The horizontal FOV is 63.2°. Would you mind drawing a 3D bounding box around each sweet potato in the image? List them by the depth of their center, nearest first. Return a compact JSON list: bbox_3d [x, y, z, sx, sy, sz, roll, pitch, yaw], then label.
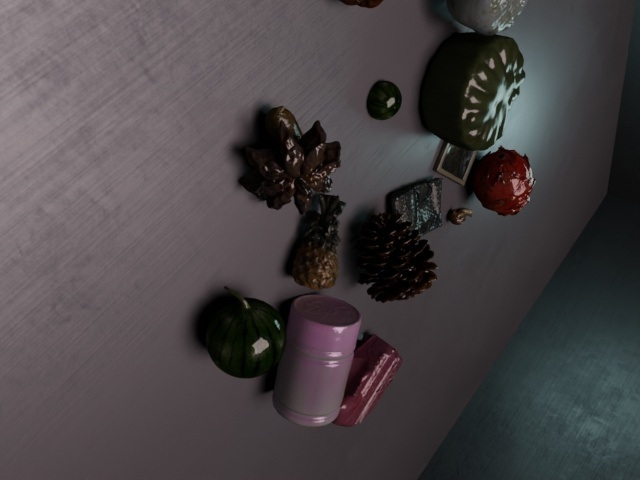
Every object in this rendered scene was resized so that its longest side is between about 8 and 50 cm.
[{"bbox_3d":[-0.054,-0.208,1.198,0.075,0.075,0.273,-55,145,-11],"label":"sweet potato"}]

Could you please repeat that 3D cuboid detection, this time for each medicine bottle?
[{"bbox_3d":[-0.012,0.331,1.451,0.202,0.202,0.316,-8,117,-48],"label":"medicine bottle"}]

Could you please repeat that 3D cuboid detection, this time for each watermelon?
[{"bbox_3d":[-0.170,0.216,1.209,0.188,0.188,0.215,-22,133,-42],"label":"watermelon"},{"bbox_3d":[0.179,-0.368,1.387,0.105,0.062,0.106,-24,131,-30],"label":"watermelon"}]

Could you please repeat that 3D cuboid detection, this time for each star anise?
[{"bbox_3d":[-0.050,-0.144,1.137,0.223,0.109,0.236,-39,145,12],"label":"star anise"}]

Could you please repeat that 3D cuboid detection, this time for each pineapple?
[{"bbox_3d":[0.001,0.000,1.354,0.128,0.128,0.248,-2,106,-50],"label":"pineapple"}]

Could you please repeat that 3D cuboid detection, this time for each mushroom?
[{"bbox_3d":[0.553,-0.097,2.001,0.187,0.061,0.060,-15,116,-50],"label":"mushroom"}]

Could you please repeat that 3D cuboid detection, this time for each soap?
[{"bbox_3d":[0.138,0.485,1.783,0.325,0.127,0.220,-55,141,-11],"label":"soap"}]

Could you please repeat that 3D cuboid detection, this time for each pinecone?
[{"bbox_3d":[0.210,0.043,1.549,0.246,0.246,0.292,-39,121,-29],"label":"pinecone"}]

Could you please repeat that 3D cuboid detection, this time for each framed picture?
[{"bbox_3d":[0.510,-0.368,1.820,0.240,0.020,0.324,14,99,-52],"label":"framed picture"}]

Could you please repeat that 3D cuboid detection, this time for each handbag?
[{"bbox_3d":[0.315,-0.105,1.697,0.270,0.088,0.175,-24,120,-41],"label":"handbag"}]

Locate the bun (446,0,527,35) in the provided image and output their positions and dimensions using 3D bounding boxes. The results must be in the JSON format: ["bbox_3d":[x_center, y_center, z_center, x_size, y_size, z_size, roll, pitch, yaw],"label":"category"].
[{"bbox_3d":[0.450,-0.733,1.390,0.354,0.194,0.355,-32,135,-39],"label":"bun"}]

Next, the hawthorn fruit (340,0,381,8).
[{"bbox_3d":[0.095,-0.607,1.099,0.162,0.162,0.204,3,90,-51],"label":"hawthorn fruit"}]

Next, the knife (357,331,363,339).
[{"bbox_3d":[0.104,0.274,1.713,0.028,0.015,0.210,-44,138,-14],"label":"knife"}]

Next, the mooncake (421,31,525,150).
[{"bbox_3d":[0.472,-0.453,1.575,0.351,0.187,0.351,-23,127,-35],"label":"mooncake"}]

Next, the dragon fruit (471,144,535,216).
[{"bbox_3d":[0.686,-0.217,1.951,0.252,0.241,0.241,40,79,-41],"label":"dragon fruit"}]
